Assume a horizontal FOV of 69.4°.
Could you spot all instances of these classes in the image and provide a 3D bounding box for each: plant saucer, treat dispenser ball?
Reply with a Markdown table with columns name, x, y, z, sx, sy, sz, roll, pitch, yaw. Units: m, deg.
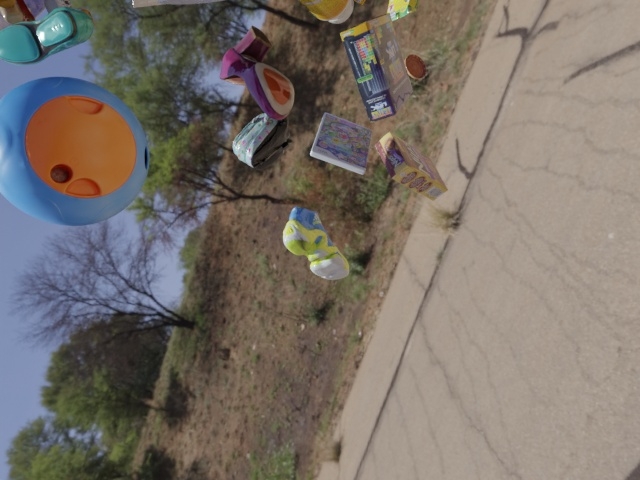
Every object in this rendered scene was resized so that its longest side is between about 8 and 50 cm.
| name | x | y | z | sx | sy | sz | roll | pitch | yaw |
| --- | --- | --- | --- | --- | --- | --- | --- | --- | --- |
| plant saucer | 0.300 | -0.551 | 1.471 | 0.013 | 0.083 | 0.084 | -24 | 46 | 62 |
| treat dispenser ball | -0.492 | -0.172 | 0.915 | 0.288 | 0.288 | 0.289 | -162 | 90 | -87 |

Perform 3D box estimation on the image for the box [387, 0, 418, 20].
| name | x | y | z | sx | sy | sz | roll | pitch | yaw |
| --- | --- | --- | --- | --- | --- | --- | --- | --- | --- |
| box | 0.265 | -0.772 | 1.433 | 0.105 | 0.043 | 0.179 | 13 | 90 | 58 |

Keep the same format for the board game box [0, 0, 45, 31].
| name | x | y | z | sx | sy | sz | roll | pitch | yaw |
| --- | --- | --- | --- | --- | --- | --- | --- | --- | --- |
| board game box | -0.839 | -0.621 | 1.022 | 0.390 | 0.390 | 0.050 | -43 | 44 | 5 |

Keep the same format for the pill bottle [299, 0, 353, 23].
| name | x | y | z | sx | sy | sz | roll | pitch | yaw |
| --- | --- | --- | --- | --- | --- | --- | --- | --- | --- |
| pill bottle | 0.006 | -0.619 | 1.139 | 0.208 | 0.117 | 0.118 | -5 | -64 | -65 |

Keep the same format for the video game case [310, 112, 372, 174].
| name | x | y | z | sx | sy | sz | roll | pitch | yaw |
| --- | --- | --- | --- | --- | --- | --- | --- | --- | --- |
| video game case | 0.036 | -0.156 | 0.734 | 0.122 | 0.087 | 0.011 | -76 | 8 | -46 |

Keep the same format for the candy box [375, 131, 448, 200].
| name | x | y | z | sx | sy | sz | roll | pitch | yaw |
| --- | --- | --- | --- | --- | --- | --- | --- | --- | --- |
| candy box | 0.219 | -0.172 | 1.096 | 0.053 | 0.186 | 0.109 | -40 | 54 | 31 |

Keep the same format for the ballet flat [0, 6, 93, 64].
| name | x | y | z | sx | sy | sz | roll | pitch | yaw |
| --- | --- | --- | --- | --- | --- | --- | --- | --- | --- |
| ballet flat | -0.579 | -0.429 | 0.984 | 0.087 | 0.247 | 0.083 | -47 | -53 | -61 |

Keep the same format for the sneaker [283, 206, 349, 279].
| name | x | y | z | sx | sy | sz | roll | pitch | yaw |
| --- | --- | --- | --- | --- | --- | --- | --- | --- | --- |
| sneaker | 0.000 | 0.000 | 1.115 | 0.240 | 0.091 | 0.126 | 45 | -142 | -48 |

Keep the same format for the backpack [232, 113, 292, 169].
| name | x | y | z | sx | sy | sz | roll | pitch | yaw |
| --- | --- | --- | --- | --- | --- | --- | --- | --- | --- |
| backpack | -0.183 | -0.311 | 1.444 | 0.182 | 0.115 | 0.152 | -51 | -21 | -16 |

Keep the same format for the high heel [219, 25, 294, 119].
| name | x | y | z | sx | sy | sz | roll | pitch | yaw |
| --- | --- | --- | --- | --- | --- | --- | --- | --- | --- |
| high heel | -0.177 | -0.391 | 1.205 | 0.181 | 0.127 | 0.377 | -43 | 42 | 29 |

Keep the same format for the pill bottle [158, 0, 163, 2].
| name | x | y | z | sx | sy | sz | roll | pitch | yaw |
| --- | --- | --- | --- | --- | --- | --- | --- | --- | --- |
| pill bottle | -0.300 | -0.717 | 0.989 | 0.210 | 0.210 | 0.363 | -80 | -14 | -66 |

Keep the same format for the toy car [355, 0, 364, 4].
| name | x | y | z | sx | sy | sz | roll | pitch | yaw |
| --- | --- | --- | --- | --- | --- | --- | --- | --- | --- |
| toy car | 0.118 | -0.585 | 1.086 | 0.122 | 0.040 | 0.060 | -28 | 64 | 53 |

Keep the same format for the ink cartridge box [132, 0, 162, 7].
| name | x | y | z | sx | sy | sz | roll | pitch | yaw |
| --- | --- | --- | --- | --- | --- | --- | --- | --- | --- |
| ink cartridge box | -0.531 | -0.923 | 1.513 | 0.296 | 0.066 | 0.261 | -39 | -34 | -45 |

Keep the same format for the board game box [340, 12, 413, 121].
| name | x | y | z | sx | sy | sz | roll | pitch | yaw |
| --- | --- | --- | --- | --- | --- | --- | --- | --- | --- |
| board game box | 0.099 | -0.288 | 0.758 | 0.141 | 0.048 | 0.170 | 66 | -151 | -21 |

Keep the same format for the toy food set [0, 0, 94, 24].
| name | x | y | z | sx | sy | sz | roll | pitch | yaw |
| --- | --- | --- | --- | --- | --- | --- | --- | --- | --- |
| toy food set | -0.659 | -0.553 | 1.072 | 0.111 | 0.105 | 0.232 | -27 | -2 | 32 |
